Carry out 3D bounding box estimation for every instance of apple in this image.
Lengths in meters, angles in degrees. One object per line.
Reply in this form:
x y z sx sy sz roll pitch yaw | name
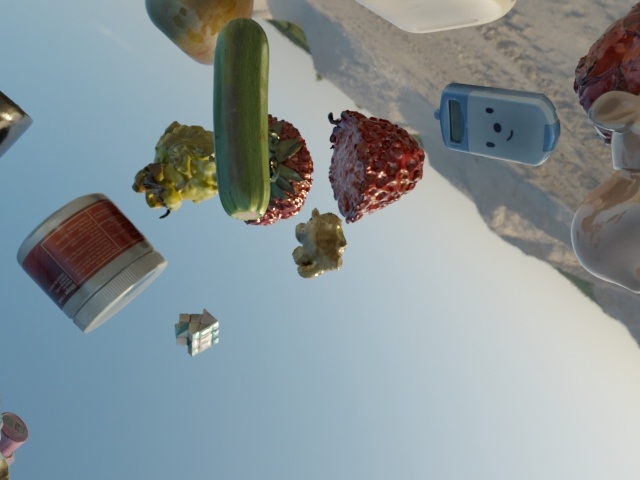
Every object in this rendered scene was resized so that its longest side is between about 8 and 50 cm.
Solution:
-0.272 -0.552 1.353 0.257 0.234 0.257 44 -177 -3 | apple

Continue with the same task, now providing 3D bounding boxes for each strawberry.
0.114 -0.154 1.173 0.177 0.234 0.234 -4 -150 -16 | strawberry
-0.077 -0.112 1.028 0.106 0.188 0.286 11 174 -14 | strawberry

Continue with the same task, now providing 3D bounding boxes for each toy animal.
0.523 -0.086 0.897 0.237 0.326 0.269 2 -130 -47 | toy animal

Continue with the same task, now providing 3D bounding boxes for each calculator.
0.277 -0.188 0.930 0.210 0.039 0.121 19 137 32 | calculator

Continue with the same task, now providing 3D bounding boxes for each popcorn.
-0.279 -0.140 1.210 0.168 0.195 0.173 31 164 -12 | popcorn

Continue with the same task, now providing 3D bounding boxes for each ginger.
0.000 0.000 1.587 0.102 0.157 0.216 40 -145 -48 | ginger

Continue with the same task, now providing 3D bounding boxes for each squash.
-0.086 -0.137 0.642 0.066 0.066 0.229 14 -109 -63 | squash

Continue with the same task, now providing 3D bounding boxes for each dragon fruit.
0.673 -0.334 1.164 0.295 0.301 0.296 33 -141 -32 | dragon fruit

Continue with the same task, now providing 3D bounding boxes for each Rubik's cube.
-0.241 0.167 1.094 0.084 0.075 0.073 -8 -144 -46 | Rubik's cube

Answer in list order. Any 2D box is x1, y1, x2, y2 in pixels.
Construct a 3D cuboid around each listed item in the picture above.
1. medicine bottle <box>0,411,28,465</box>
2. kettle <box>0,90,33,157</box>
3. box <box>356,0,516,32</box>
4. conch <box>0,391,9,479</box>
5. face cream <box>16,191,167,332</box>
-0.727 0.457 1.239 0.094 0.188 0.119 51 -179 21 | medicine bottle
-0.683 -0.183 0.949 0.207 0.290 0.268 24 163 51 | kettle
0.212 -0.518 1.135 0.288 0.141 0.349 4 -178 37 | box
-0.525 0.280 0.770 0.291 0.210 0.159 62 167 11 | conch
-0.422 0.038 1.078 0.187 0.201 0.201 48 -168 -3 | face cream
